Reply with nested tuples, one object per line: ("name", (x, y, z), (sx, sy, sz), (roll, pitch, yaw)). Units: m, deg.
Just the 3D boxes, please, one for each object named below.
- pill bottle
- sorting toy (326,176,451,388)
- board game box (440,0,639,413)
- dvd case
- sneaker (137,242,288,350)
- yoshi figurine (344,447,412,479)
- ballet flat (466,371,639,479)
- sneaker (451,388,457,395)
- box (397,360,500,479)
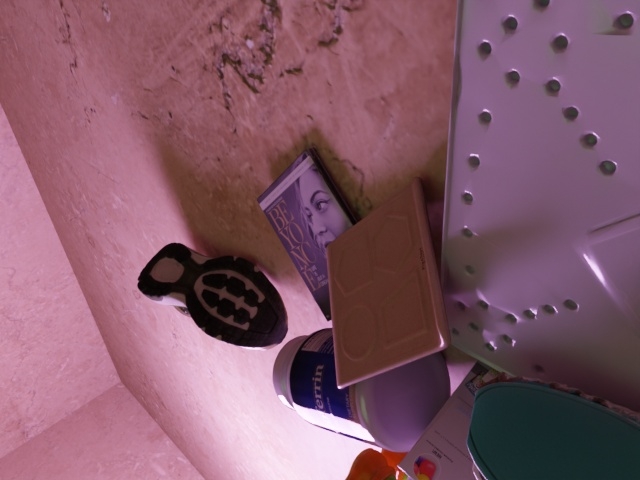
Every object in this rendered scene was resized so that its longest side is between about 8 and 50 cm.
("pill bottle", (0.045, 0.204, 0.789), (0.265, 0.153, 0.153), (-12, 107, 57))
("sorting toy", (0.072, 0.056, 0.632), (0.208, 0.038, 0.193), (-42, 45, 49))
("board game box", (0.270, 0.016, 0.393), (0.390, 0.050, 0.390), (27, 139, 36))
("dvd case", (0.000, 0.000, 0.777), (0.164, 0.018, 0.221), (-35, 84, 53))
("sneaker", (-0.189, 0.122, 1.099), (0.410, 0.158, 0.182), (20, 163, 42))
("yoshi figurine", (0.202, 0.452, 0.771), (0.362, 0.203, 0.203), (24, 150, 39))
("ballet flat", (0.301, 0.242, 0.407), (0.409, 0.147, 0.147), (23, 134, 40))
("sneaker", (0.245, 0.298, 0.598), (0.305, 0.152, 0.114), (29, 137, 35))
("box", (0.195, 0.210, 0.564), (0.145, 0.186, 0.038), (34, 168, 32))
